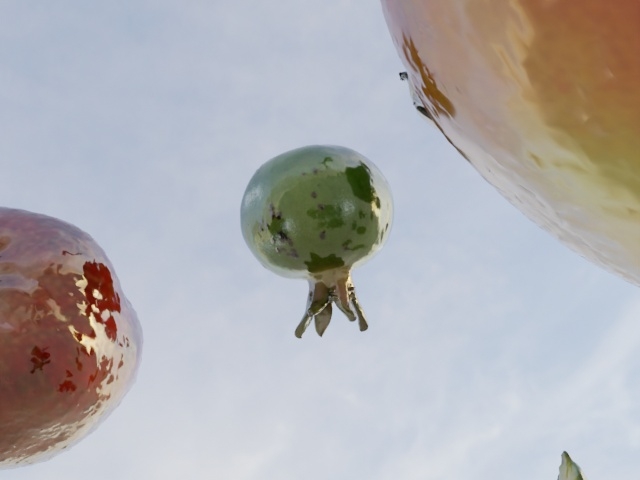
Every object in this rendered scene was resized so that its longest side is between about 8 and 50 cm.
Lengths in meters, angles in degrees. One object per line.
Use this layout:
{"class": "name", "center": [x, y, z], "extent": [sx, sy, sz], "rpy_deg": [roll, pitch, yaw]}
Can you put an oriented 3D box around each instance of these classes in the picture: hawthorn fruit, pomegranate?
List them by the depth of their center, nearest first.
{"class": "hawthorn fruit", "center": [-0.315, 0.102, 1.167], "extent": [0.275, 0.275, 0.300], "rpy_deg": [-27, -17, 8]}
{"class": "pomegranate", "center": [0.000, 0.000, 1.326], "extent": [0.182, 0.224, 0.181], "rpy_deg": [-7, -13, -2]}

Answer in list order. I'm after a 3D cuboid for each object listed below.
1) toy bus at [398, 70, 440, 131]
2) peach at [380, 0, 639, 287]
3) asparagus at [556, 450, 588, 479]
{"class": "toy bus", "center": [0.240, -0.269, 1.260], "extent": [0.365, 0.177, 0.202], "rpy_deg": [-63, -21, 8]}
{"class": "peach", "center": [0.213, -0.083, 0.389], "extent": [0.380, 0.242, 0.306], "rpy_deg": [-9, -62, 35]}
{"class": "asparagus", "center": [0.362, 0.416, 1.392], "extent": [0.085, 0.082, 0.343], "rpy_deg": [-34, -81, -20]}
